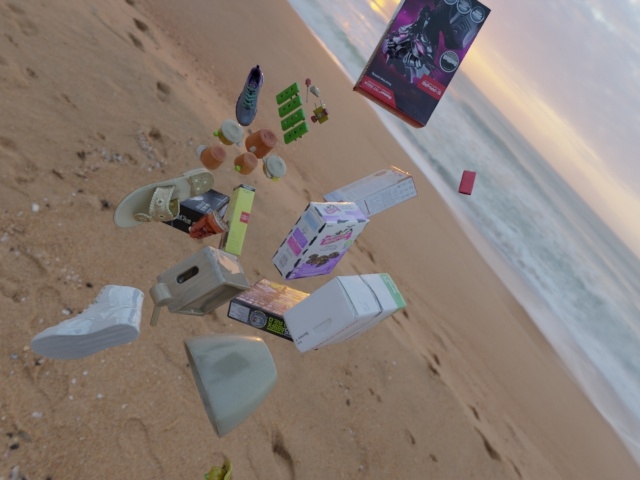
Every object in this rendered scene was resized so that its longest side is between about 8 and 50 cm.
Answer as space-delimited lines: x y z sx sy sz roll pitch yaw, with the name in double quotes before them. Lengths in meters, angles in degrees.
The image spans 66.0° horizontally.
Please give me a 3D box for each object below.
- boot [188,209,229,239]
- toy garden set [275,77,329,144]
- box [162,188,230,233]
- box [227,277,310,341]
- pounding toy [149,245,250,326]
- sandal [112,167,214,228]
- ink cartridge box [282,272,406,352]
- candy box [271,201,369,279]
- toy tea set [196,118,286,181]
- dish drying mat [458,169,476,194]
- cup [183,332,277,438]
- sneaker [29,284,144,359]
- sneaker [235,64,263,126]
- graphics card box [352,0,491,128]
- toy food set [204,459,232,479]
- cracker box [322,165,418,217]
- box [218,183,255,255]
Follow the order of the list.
"boot" -0.266 -0.028 1.162 0.059 0.085 0.158 58 -16 -14
"toy garden set" -0.065 -0.511 1.913 0.049 0.204 0.244 25 46 -51
"box" -0.356 -0.094 1.382 0.147 0.077 0.180 24 23 0
"box" -0.094 0.201 1.398 0.270 0.060 0.216 18 15 13
"pounding toy" -0.270 0.087 0.967 0.094 0.181 0.206 63 9 18
"sandal" -0.334 -0.084 1.087 0.079 0.240 0.088 42 -27 39
"ink cartridge box" 0.053 0.145 1.019 0.219 0.160 0.092 4 53 -57
"candy box" 0.000 0.000 1.190 0.165 0.196 0.070 -4 49 -47
"toy tea set" -0.282 -0.302 1.709 0.336 0.124 0.200 4 71 -42
"dish drying mat" 0.354 -0.140 1.189 0.032 0.008 0.083 12 49 17
"cup" -0.281 0.437 1.616 0.237 0.331 0.331 -19 61 -23
"sneaker" -0.618 0.215 1.337 0.169 0.293 0.108 -99 177 -49
"sneaker" -0.270 -0.545 1.848 0.083 0.223 0.098 13 -2 -7
"graphics card box" 0.283 -0.538 1.396 0.233 0.371 0.094 28 7 -12
"toy food set" -0.275 0.667 1.248 0.071 0.217 0.128 9 7 -23
"cracker box" 0.137 -0.127 1.401 0.155 0.232 0.067 -124 -168 -67
"box" -0.277 -0.065 1.631 0.058 0.087 0.232 19 75 -26
